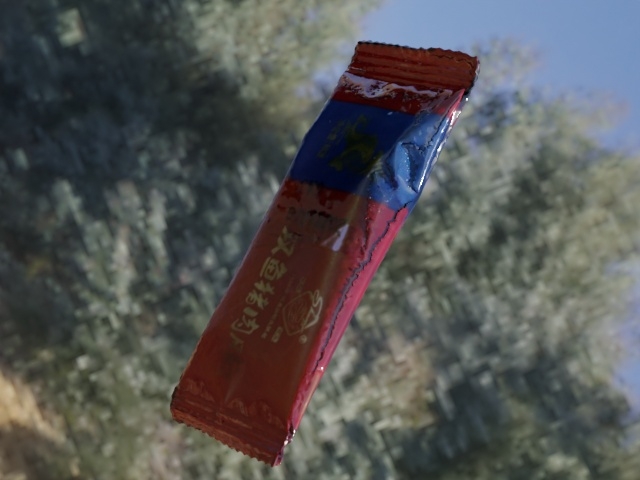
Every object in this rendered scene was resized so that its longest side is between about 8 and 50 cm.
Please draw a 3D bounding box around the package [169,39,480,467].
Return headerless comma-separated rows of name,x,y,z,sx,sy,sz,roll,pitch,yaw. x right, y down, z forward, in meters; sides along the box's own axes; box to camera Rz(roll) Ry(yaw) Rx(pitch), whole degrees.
package,0.000,0.000,0.718,0.083,0.200,0.022,17,-14,46
